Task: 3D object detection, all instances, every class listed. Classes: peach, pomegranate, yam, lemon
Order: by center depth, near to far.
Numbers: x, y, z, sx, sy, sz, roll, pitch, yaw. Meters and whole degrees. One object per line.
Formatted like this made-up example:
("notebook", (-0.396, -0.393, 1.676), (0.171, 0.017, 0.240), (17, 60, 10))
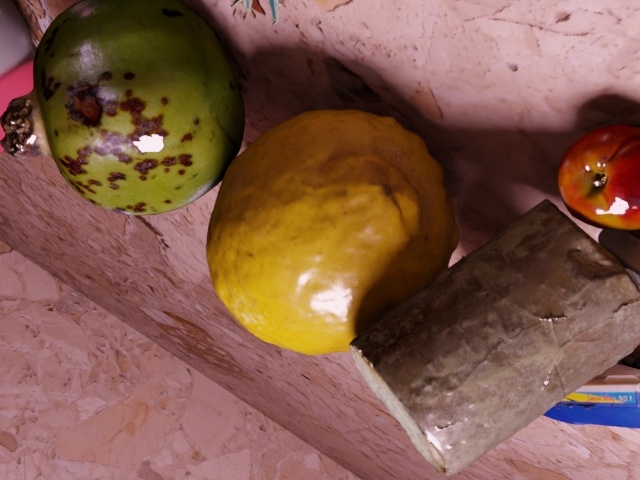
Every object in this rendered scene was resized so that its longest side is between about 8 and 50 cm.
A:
("peach", (0.262, -0.053, 0.685), (0.101, 0.100, 0.100), (26, 155, 13))
("yam", (0.167, 0.086, 0.721), (0.161, 0.268, 0.161), (55, -179, -2))
("pomegranate", (-0.214, -0.146, 0.863), (0.254, 0.271, 0.254), (51, 151, 42))
("lemon", (0.001, -0.001, 0.873), (0.285, 0.285, 0.316), (41, 129, -19))

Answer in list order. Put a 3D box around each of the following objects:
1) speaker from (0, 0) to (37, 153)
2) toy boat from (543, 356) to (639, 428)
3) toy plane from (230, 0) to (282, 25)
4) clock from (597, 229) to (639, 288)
("speaker", (-0.511, -0.232, 1.037), (0.294, 0.294, 0.294), (26, 155, 13))
("toy boat", (0.360, 0.199, 1.043), (0.129, 0.088, 0.295), (-1, 172, -24))
("toy plane", (-0.057, -0.248, 0.761), (0.083, 0.033, 0.080), (-8, 135, 45))
("clock", (0.342, 0.050, 0.709), (0.151, 0.062, 0.191), (46, -172, -16))
